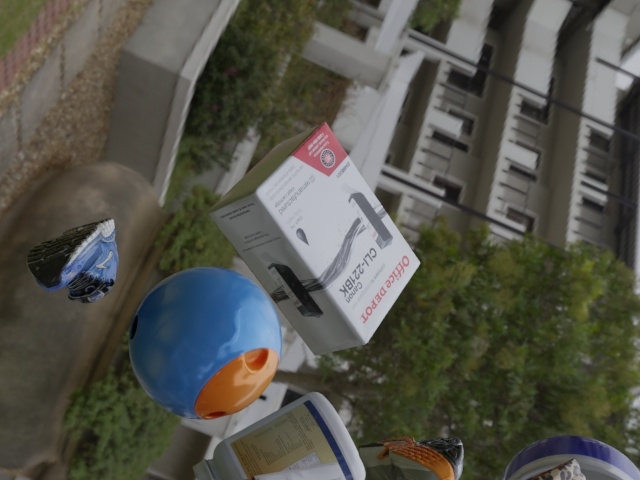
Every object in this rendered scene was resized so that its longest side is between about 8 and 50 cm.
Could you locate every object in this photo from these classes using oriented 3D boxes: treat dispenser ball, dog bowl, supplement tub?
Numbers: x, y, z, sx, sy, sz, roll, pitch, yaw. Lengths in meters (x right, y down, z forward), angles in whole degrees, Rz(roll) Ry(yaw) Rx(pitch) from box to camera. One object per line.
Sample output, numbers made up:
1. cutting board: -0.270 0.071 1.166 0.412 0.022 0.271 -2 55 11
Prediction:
1. treat dispenser ball: -0.215 0.193 1.513 0.288 0.288 0.288 -157 -90 -84
2. dog bowl: 0.437 0.477 1.382 0.265 0.264 0.104 -65 172 20
3. supplement tub: -0.089 0.489 1.702 0.316 0.228 0.228 -27 177 -12

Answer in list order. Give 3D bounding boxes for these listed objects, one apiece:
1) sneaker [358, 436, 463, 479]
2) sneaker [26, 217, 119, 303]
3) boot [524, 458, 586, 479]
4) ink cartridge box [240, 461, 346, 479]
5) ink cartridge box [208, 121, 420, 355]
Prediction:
1. sneaker: 0.134 0.338 1.106 0.262 0.099 0.121 137 -55 -72
2. sneaker: -0.448 0.051 1.533 0.330 0.129 0.147 -75 148 -80
3. boot: 0.280 0.496 1.110 0.138 0.377 0.284 105 -37 -68
4. ink cartridge box: -0.116 0.555 1.439 0.309 0.271 0.130 -56 -130 28
5. ink cartridge box: 0.000 0.000 1.165 0.114 0.273 0.197 -18 -156 44
